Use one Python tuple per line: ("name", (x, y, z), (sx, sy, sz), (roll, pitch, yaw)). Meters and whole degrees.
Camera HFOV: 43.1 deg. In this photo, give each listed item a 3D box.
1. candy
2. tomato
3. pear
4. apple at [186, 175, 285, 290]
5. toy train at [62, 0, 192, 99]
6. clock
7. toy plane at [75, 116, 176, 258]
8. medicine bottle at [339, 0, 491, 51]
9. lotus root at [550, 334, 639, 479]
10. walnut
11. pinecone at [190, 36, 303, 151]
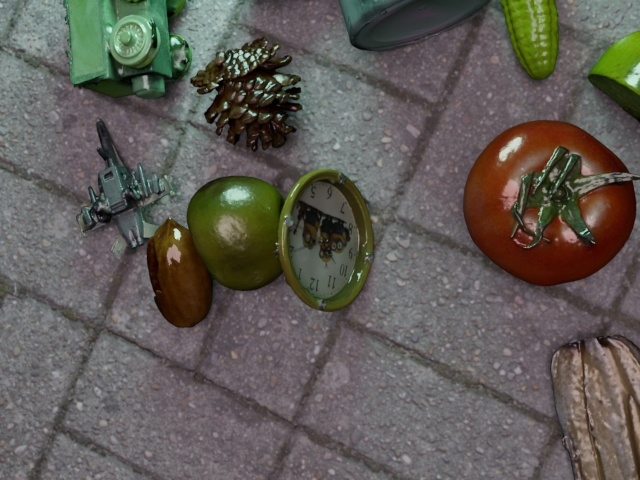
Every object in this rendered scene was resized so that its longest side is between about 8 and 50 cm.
("candy", (0.345, -0.366, 1.323), (0.096, 0.097, 0.209), (-9, 89, 9))
("tomato", (0.347, -0.055, 1.243), (0.255, 0.224, 0.256), (-1, 84, 8))
("pear", (0.553, -0.229, 1.206), (0.292, 0.292, 0.159), (44, 105, 9))
("apple", (-0.127, -0.015, 1.342), (0.157, 0.196, 0.196), (-18, 85, 11))
("toy train", (-0.338, -0.377, 1.414), (0.188, 0.159, 0.272), (-7, 87, 19))
("clock", (0.000, 0.000, 1.320), (0.057, 0.237, 0.237), (-2, 87, 39))
("toy plane", (-0.365, -0.105, 1.437), (0.192, 0.088, 0.262), (-24, 84, 9))
("medicine bottle", (0.121, -0.484, 1.290), (0.245, 0.245, 0.290), (-18, 85, 9))
("lotus root", (0.473, 0.310, 1.288), (0.167, 0.078, 0.329), (-10, 88, 33))
("walnut", (-0.242, 0.056, 1.385), (0.115, 0.116, 0.207), (-2, 116, 10))
("pinecone", (-0.115, -0.244, 1.367), (0.179, 0.150, 0.195), (-29, 84, 8))
